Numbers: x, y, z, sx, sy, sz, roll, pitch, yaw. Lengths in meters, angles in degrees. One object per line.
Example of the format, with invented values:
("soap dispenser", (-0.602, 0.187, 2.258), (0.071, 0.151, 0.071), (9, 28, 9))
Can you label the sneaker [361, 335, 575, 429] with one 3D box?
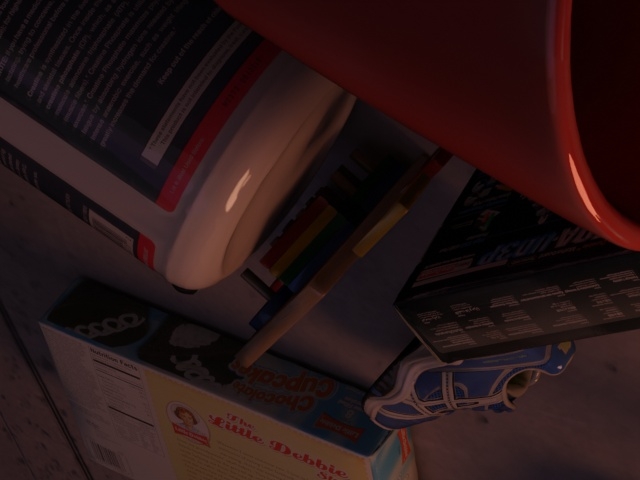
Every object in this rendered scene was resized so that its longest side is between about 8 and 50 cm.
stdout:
("sneaker", (0.095, 0.090, 1.262), (0.081, 0.080, 0.211), (42, 148, 1))

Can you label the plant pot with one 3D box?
("plant pot", (0.084, -0.160, 0.823), (0.243, 0.275, 0.275), (22, 144, 37))

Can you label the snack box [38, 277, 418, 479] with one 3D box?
("snack box", (-0.069, 0.158, 1.522), (0.322, 0.060, 0.187), (20, 143, 27))

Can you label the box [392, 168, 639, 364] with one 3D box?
("box", (0.159, -0.028, 0.961), (0.220, 0.175, 0.051), (-16, 123, 48))

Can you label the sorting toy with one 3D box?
("sorting toy", (0.000, 0.000, 1.198), (0.046, 0.132, 0.274), (43, 147, -2))

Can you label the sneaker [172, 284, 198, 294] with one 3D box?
("sneaker", (-0.073, -0.013, 1.308), (0.063, 0.073, 0.162), (32, 146, 12))

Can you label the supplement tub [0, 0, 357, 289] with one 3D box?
("supplement tub", (-0.127, -0.115, 1.131), (0.272, 0.191, 0.191), (35, 147, 7))
